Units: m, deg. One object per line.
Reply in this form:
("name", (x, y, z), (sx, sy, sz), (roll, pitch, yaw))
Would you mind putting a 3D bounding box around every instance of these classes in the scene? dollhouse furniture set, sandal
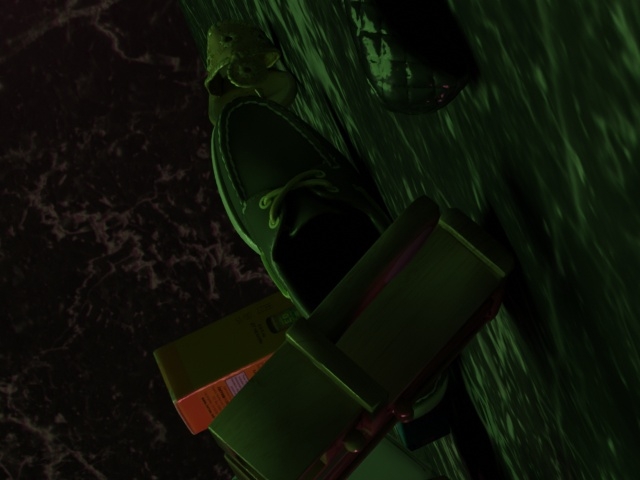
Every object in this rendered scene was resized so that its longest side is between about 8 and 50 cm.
("dollhouse furniture set", (0.141, 0.165, 0.844), (0.355, 0.174, 0.303), (40, 170, 11))
("sandal", (-0.084, -0.173, 1.604), (0.079, 0.088, 0.240), (61, -177, -20))

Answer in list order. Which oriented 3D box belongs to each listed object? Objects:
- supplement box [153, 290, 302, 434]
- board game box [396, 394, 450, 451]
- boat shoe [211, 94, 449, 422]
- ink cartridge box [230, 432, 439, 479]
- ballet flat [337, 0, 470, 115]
("supplement box", (-0.050, 0.110, 1.770), (0.078, 0.233, 0.080), (63, 178, 40))
("board game box", (0.058, 0.080, 1.497), (0.210, 0.047, 0.160), (75, 170, -66))
("boat shoe", (0.004, -0.002, 1.323), (0.305, 0.109, 0.091), (58, 173, 22))
("ink cartridge box", (0.011, 0.274, 1.428), (0.129, 0.223, 0.307), (37, 174, 25))
("ballet flat", (0.021, -0.139, 0.757), (0.049, 0.057, 0.173), (-20, 96, 46))
